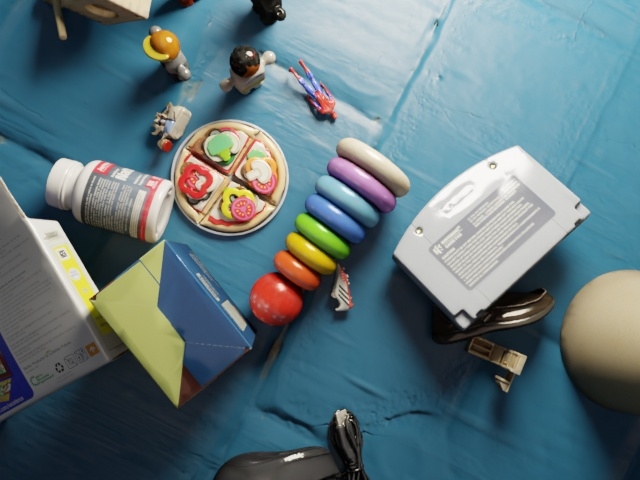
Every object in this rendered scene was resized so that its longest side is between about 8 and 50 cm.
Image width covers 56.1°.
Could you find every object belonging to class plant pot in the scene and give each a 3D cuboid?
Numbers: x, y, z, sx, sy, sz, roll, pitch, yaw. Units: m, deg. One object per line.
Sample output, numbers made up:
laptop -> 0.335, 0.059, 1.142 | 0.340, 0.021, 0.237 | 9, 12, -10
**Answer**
plant pot -> 0.563, 0.177, 0.946 | 0.256, 0.274, 0.256 | 0, 89, -4

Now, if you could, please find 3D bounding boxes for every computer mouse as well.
computer mouse -> -0.049, 0.401, 0.996 | 0.272, 0.072, 0.188 | -12, 90, -4

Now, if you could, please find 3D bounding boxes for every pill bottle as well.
pill bottle -> -0.339, -0.070, 0.972 | 0.180, 0.108, 0.108 | 16, 87, -4

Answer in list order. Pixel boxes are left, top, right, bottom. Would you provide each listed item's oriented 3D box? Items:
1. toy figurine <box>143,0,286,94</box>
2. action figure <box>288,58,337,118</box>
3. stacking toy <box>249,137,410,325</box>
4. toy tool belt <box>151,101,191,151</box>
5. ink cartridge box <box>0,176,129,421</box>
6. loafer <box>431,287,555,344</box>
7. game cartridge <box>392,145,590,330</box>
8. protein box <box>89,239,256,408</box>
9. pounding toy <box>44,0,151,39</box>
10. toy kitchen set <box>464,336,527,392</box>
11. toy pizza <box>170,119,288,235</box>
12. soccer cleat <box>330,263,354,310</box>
toy figurine -> -0.169, -0.354, 0.973 | 0.213, 0.148, 0.209 | 14, 87, -4
action figure -> -0.008, -0.258, 1.042 | 0.038, 0.030, 0.115 | -38, 96, 1
stacking toy -> 0.000, 0.000, 0.987 | 0.141, 0.141, 0.330 | 36, 90, -2
toy tool belt -> -0.259, -0.193, 1.017 | 0.051, 0.052, 0.083 | 24, 83, 28
ink cartridge box -> -0.486, 0.103, 0.924 | 0.304, 0.072, 0.307 | -29, 89, 22
loafer -> 0.291, 0.114, 1.024 | 0.220, 0.080, 0.078 | -16, 90, -4
game cartridge -> 0.277, -0.016, 1.011 | 0.297, 0.062, 0.198 | -40, 68, -8
protein box -> -0.213, 0.118, 0.928 | 0.136, 0.201, 0.200 | -39, 91, -5
pounding toy -> -0.362, -0.400, 0.976 | 0.206, 0.094, 0.181 | 11, 90, 39
toy kitchen set -> 0.291, 0.209, 1.019 | 0.075, 0.083, 0.068 | 23, 86, -3
toy pizza -> -0.155, -0.108, 1.024 | 0.201, 0.032, 0.201 | 0, 88, -4
soccer cleat -> 0.033, 0.082, 1.034 | 0.036, 0.029, 0.083 | -14, 94, -9
